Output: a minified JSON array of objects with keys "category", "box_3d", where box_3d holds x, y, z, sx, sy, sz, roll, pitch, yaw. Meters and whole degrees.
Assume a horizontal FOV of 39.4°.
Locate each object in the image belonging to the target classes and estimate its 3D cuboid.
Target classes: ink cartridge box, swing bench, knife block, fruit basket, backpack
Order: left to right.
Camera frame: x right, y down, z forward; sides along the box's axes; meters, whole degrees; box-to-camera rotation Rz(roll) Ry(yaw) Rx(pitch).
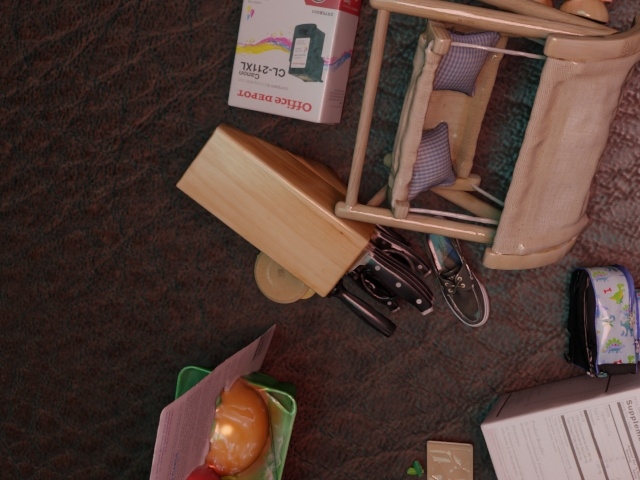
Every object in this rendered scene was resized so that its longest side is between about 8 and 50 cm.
[{"category":"fruit basket","box_3d":[-0.150,0.284,1.046,0.165,0.353,0.327,16,103,17]},{"category":"ink cartridge box","box_3d":[-0.030,-0.236,1.082,0.127,0.072,0.175,13,101,18]},{"category":"knife block","box_3d":[0.000,0.000,1.019,0.088,0.275,0.242,-52,49,18]},{"category":"swing bench","box_3d":[0.175,-0.123,0.930,0.254,0.165,0.253,20,124,18]},{"category":"backpack","box_3d":[0.317,0.084,0.980,0.084,0.105,0.114,-5,93,-1]}]

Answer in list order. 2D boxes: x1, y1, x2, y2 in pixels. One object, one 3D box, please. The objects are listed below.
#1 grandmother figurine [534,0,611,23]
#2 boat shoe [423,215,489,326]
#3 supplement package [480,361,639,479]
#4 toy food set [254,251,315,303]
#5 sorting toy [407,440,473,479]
[{"category":"grandmother figurine","box_3d":[0.305,-0.404,0.921,0.207,0.104,0.342,17,105,12]},{"category":"boat shoe","box_3d":[0.157,0.039,1.064,0.049,0.040,0.142,-25,88,22]},{"category":"supplement package","box_3d":[0.320,0.218,0.973,0.244,0.139,0.134,-19,89,22]},{"category":"toy food set","box_3d":[-0.046,0.040,1.153,0.083,0.020,0.083,-15,91,22]},{"category":"sorting toy","box_3d":[0.148,0.277,1.114,0.083,0.012,0.062,1,102,17]}]
